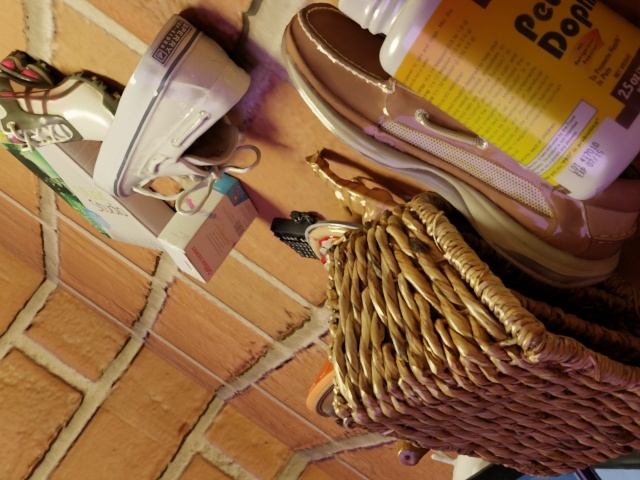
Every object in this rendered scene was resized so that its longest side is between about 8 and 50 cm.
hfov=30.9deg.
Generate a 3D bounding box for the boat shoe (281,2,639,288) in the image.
[{"bbox_3d":[0.114,-0.101,0.903,0.324,0.123,0.116,36,129,12],"label":"boat shoe"}]

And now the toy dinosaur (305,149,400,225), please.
[{"bbox_3d":[0.065,-0.032,1.209,0.211,0.064,0.112,22,157,33],"label":"toy dinosaur"}]

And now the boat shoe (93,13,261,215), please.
[{"bbox_3d":[-0.146,-0.112,1.297,0.156,0.136,0.367,33,153,-6],"label":"boat shoe"}]

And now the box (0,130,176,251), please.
[{"bbox_3d":[-0.375,-0.106,1.800,0.232,0.058,0.322,10,149,52],"label":"box"}]

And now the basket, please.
[{"bbox_3d":[0.181,0.060,0.985,0.299,0.213,0.223,20,146,-36],"label":"basket"}]

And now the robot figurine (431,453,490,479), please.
[{"bbox_3d":[0.314,0.331,1.473,0.353,0.200,0.300,16,172,42],"label":"robot figurine"}]

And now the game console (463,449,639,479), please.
[{"bbox_3d":[0.312,0.346,1.239,0.293,0.173,0.250,53,160,-2],"label":"game console"}]

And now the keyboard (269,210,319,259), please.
[{"bbox_3d":[0.000,0.000,1.471,0.108,0.023,0.180,46,158,-30],"label":"keyboard"}]

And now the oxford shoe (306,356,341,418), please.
[{"bbox_3d":[0.074,0.159,1.389,0.133,0.130,0.364,29,157,4],"label":"oxford shoe"}]

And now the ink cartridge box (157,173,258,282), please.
[{"bbox_3d":[-0.147,-0.019,1.515,0.052,0.122,0.088,24,159,29],"label":"ink cartridge box"}]

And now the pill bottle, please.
[{"bbox_3d":[0.122,-0.130,0.770,0.215,0.117,0.117,34,162,0],"label":"pill bottle"}]

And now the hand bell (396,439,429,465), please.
[{"bbox_3d":[0.109,0.129,1.097,0.126,0.242,0.126,7,119,13],"label":"hand bell"}]

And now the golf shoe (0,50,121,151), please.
[{"bbox_3d":[-0.344,-0.158,1.519,0.273,0.120,0.105,19,155,37],"label":"golf shoe"}]

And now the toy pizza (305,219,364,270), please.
[{"bbox_3d":[0.072,0.035,1.359,0.201,0.032,0.201,21,163,7],"label":"toy pizza"}]
